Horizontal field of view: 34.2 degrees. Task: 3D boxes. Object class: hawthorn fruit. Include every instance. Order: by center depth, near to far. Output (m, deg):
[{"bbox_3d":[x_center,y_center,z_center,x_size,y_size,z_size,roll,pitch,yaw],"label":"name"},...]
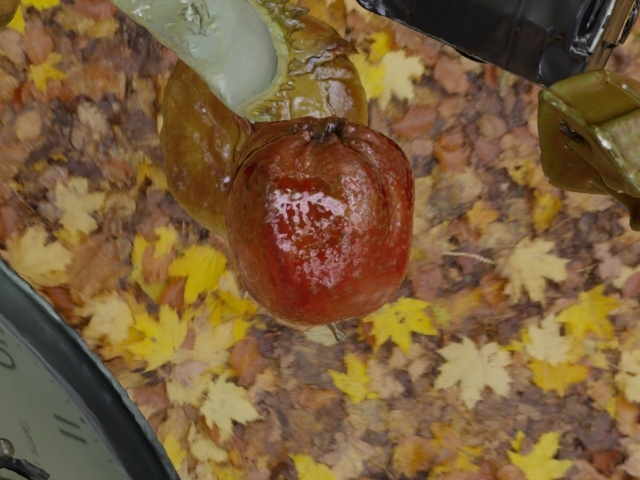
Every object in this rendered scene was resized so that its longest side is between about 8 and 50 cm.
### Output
[{"bbox_3d":[0.000,0.000,1.063,0.205,0.205,0.253,-5,117,-9],"label":"hawthorn fruit"}]

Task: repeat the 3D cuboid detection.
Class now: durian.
[{"bbox_3d":[-0.092,-0.189,0.710,0.252,0.144,0.139,35,117,-27],"label":"durian"}]

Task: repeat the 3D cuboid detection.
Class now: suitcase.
[{"bbox_3d":[0.265,-0.404,1.540,0.433,0.194,0.283,29,120,20],"label":"suitcase"}]

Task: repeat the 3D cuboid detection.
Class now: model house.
[{"bbox_3d":[0.400,-0.079,1.258,0.268,0.239,0.173,1,124,-40],"label":"model house"}]

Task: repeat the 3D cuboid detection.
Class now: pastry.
[{"bbox_3d":[-0.084,-0.161,1.496,0.356,0.163,0.356,2,94,35],"label":"pastry"}]

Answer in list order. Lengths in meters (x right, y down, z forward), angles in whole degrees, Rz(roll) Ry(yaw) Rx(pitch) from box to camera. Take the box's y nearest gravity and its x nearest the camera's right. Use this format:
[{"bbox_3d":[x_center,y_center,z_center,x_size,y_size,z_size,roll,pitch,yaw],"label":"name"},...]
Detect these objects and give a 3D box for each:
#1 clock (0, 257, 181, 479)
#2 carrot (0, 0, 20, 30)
[{"bbox_3d":[-0.162,0.108,0.477,0.067,0.325,0.325,-37,90,6],"label":"clock"},{"bbox_3d":[-0.454,-0.202,1.104,0.302,0.114,0.114,-44,91,-14],"label":"carrot"}]
